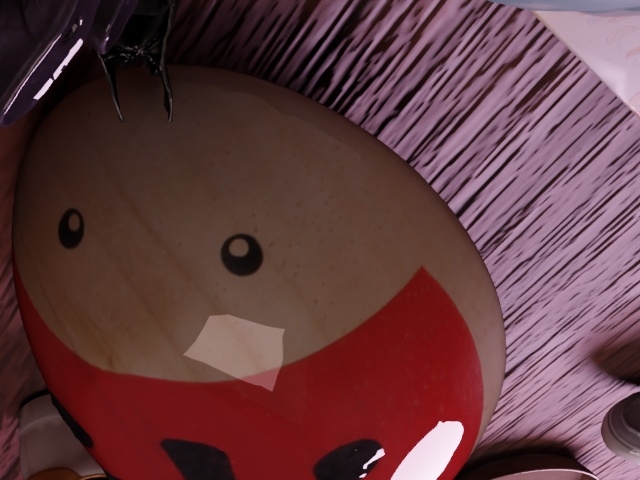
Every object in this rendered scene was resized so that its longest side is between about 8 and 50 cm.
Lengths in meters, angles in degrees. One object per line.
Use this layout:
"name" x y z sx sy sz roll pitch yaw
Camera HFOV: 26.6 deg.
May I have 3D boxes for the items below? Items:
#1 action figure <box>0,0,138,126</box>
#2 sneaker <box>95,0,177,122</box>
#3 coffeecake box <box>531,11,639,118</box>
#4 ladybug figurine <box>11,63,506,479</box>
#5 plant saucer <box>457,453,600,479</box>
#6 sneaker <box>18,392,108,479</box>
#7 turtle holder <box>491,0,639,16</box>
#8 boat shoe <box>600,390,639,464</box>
"action figure" -0.196 -0.153 0.476 0.285 0.185 0.099 28 108 -1
"sneaker" -0.088 -0.138 0.621 0.051 0.089 0.170 -4 148 -8
"coffeecake box" 0.192 -0.123 0.631 0.142 0.068 0.185 -28 143 26
"ladybug figurine" -0.042 0.081 0.844 0.305 0.162 0.449 5 146 19
"plant saucer" 0.200 0.256 1.375 0.168 0.029 0.168 -6 148 -4
"sneaker" -0.096 0.188 1.103 0.290 0.123 0.106 -3 145 -13
"turtle holder" 0.052 -0.187 0.446 0.320 0.243 0.227 -9 166 -18
"boat shoe" 0.361 0.139 1.202 0.228 0.079 0.081 -9 139 -11
